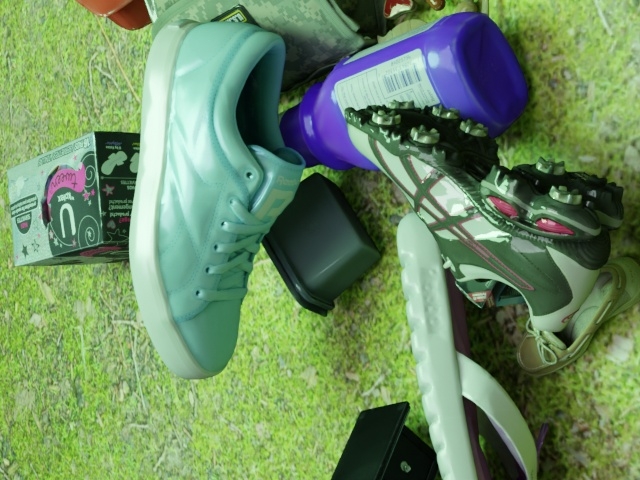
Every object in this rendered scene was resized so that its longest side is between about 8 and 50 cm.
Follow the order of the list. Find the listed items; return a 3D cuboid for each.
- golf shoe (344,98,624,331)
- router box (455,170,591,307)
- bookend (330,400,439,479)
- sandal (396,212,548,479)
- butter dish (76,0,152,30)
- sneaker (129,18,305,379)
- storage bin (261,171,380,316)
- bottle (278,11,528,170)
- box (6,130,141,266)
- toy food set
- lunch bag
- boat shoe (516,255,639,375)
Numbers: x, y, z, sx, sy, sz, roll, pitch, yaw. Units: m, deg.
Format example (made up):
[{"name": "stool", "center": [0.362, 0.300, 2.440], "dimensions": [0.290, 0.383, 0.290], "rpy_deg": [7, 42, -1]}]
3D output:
[{"name": "golf shoe", "center": [0.107, -0.032, 0.841], "dimensions": [0.273, 0.105, 0.120], "rpy_deg": [36, 126, 42]}, {"name": "router box", "center": [0.182, -0.001, 0.904], "dimensions": [0.038, 0.092, 0.122], "rpy_deg": [47, 126, 36]}, {"name": "bookend", "center": [0.085, 0.271, 1.035], "dimensions": [0.157, 0.156, 0.072], "rpy_deg": [44, 141, -20]}, {"name": "sandal", "center": [0.151, 0.167, 0.938], "dimensions": [0.102, 0.169, 0.416], "rpy_deg": [-14, 81, 8]}, {"name": "butter dish", "center": [-0.231, -0.326, 1.333], "dimensions": [0.160, 0.118, 0.160], "rpy_deg": [-43, 51, -10]}, {"name": "sneaker", "center": [-0.093, -0.036, 1.036], "dimensions": [0.150, 0.135, 0.365], "rpy_deg": [3, 99, 30]}, {"name": "storage bin", "center": [0.000, 0.000, 1.120], "dimensions": [0.091, 0.098, 0.135], "rpy_deg": [-37, 62, 13]}, {"name": "bottle", "center": [0.061, -0.127, 1.017], "dimensions": [0.283, 0.092, 0.118], "rpy_deg": [-14, 113, 49]}, {"name": "box", "center": [-0.281, -0.046, 1.366], "dimensions": [0.247, 0.163, 0.142], "rpy_deg": [-13, 82, 48]}, {"name": "toy food set", "center": [0.110, -0.224, 1.009], "dimensions": [0.122, 0.019, 0.077], "rpy_deg": [-2, 88, 36]}, {"name": "lunch bag", "center": [-0.069, -0.291, 1.111], "dimensions": [0.235, 0.169, 0.287], "rpy_deg": [-19, 87, 43]}, {"name": "boat shoe", "center": [0.215, 0.067, 0.905], "dimensions": [0.153, 0.048, 0.056], "rpy_deg": [-46, 60, 40]}]
